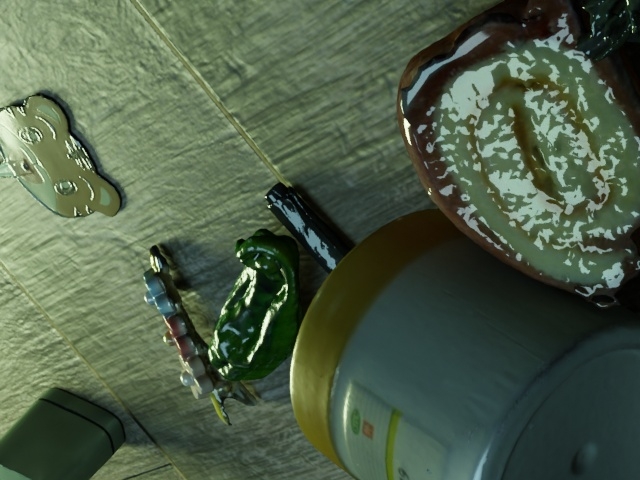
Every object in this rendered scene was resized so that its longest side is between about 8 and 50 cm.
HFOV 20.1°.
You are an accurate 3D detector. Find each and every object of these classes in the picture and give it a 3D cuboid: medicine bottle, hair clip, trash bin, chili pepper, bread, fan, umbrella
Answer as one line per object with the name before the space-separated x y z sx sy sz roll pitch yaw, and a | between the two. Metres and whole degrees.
medicine bottle | 0.132 0.124 1.447 0.232 0.238 0.238 34 147 43
hair clip | -0.139 0.104 1.876 0.214 0.056 0.062 59 173 -21
trash bin | -0.314 0.245 2.107 0.116 0.130 0.059 21 137 27
chili pepper | -0.061 0.068 1.750 0.100 0.074 0.257 35 142 11
bread | 0.165 -0.071 1.347 0.190 0.123 0.244 -23 108 25
fan | -0.308 -0.077 1.885 0.226 0.008 0.152 -8 122 45
umbrella | 0.001 -0.001 1.663 0.133 0.031 0.036 46 127 -3

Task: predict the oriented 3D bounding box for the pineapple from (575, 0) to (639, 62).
pineapple | 0.213 -0.243 1.108 0.141 0.170 0.310 51 150 43
